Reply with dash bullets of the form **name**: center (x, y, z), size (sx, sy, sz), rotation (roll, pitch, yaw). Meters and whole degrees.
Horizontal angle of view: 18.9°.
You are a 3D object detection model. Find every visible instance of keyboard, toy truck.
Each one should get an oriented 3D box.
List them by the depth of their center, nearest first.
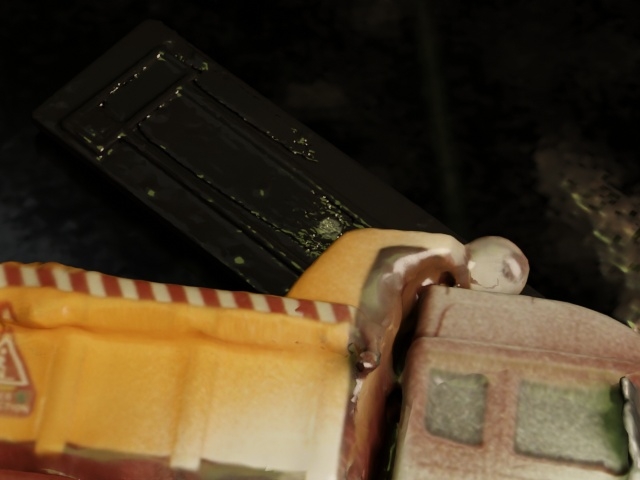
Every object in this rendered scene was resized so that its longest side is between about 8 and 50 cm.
- **toy truck**: center (-0.040, 0.068, 0.503), size (0.270, 0.114, 0.135), rotation (6, 59, 3)
- **keyboard**: center (0.000, 0.000, 0.610), size (0.204, 0.013, 0.061), rotation (37, 61, 20)
